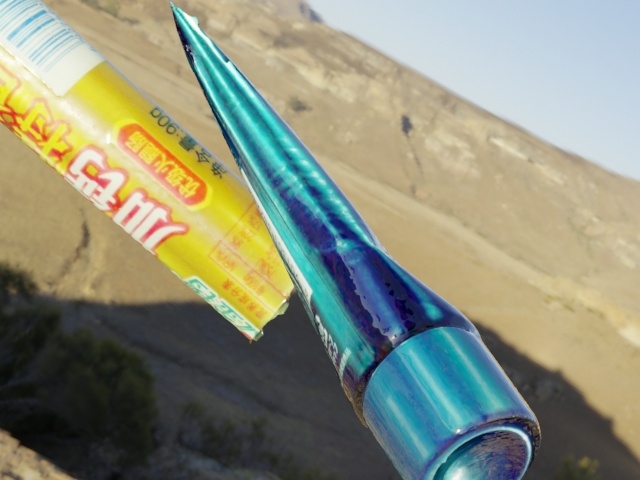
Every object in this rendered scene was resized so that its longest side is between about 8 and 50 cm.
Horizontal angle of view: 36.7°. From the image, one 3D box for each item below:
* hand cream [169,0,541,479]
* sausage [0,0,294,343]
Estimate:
[{"bbox_3d":[0.000,0.000,0.450,0.270,0.061,0.120,54,-2,35],"label":"hand cream"},{"bbox_3d":[-0.154,-0.087,0.570,0.371,0.082,0.082,41,8,-7],"label":"sausage"}]
